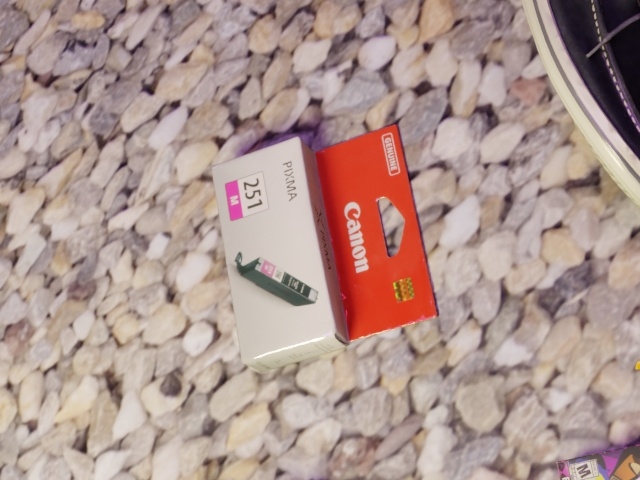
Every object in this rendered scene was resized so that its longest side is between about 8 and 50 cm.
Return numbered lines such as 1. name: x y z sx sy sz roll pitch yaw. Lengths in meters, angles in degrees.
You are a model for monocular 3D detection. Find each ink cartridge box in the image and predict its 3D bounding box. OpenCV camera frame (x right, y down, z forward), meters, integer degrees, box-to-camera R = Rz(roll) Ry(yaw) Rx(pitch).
1. ink cartridge box: 0.000 0.000 1.796 0.239 0.060 0.275 -18 65 18

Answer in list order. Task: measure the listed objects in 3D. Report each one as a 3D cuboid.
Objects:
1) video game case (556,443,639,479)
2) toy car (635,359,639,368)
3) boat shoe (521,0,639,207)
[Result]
1. video game case: 0.373 0.324 1.527 0.210 0.042 0.232 -15 66 17
2. toy car: 0.400 0.101 1.596 0.122 0.040 0.060 -17 87 15
3. boat shoe: 0.332 -0.262 1.680 0.156 0.187 0.500 -23 59 21
